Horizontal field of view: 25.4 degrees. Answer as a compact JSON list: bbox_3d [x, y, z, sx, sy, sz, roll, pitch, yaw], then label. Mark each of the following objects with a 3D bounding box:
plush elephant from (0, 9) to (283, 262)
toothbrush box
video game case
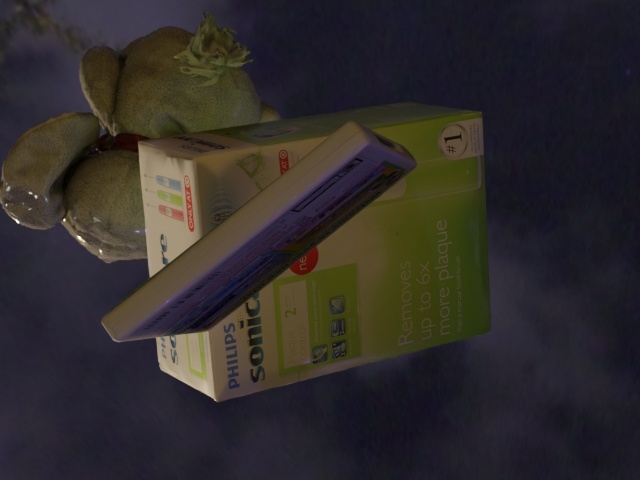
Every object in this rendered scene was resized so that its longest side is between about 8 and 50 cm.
[{"bbox_3d":[-0.171,-0.073,1.460,0.272,0.330,0.255,34,-102,1],"label":"plush elephant"},{"bbox_3d":[0.000,0.000,1.236,0.283,0.122,0.206,-10,-76,-28],"label":"toothbrush box"},{"bbox_3d":[-0.035,-0.003,0.993,0.212,0.193,0.023,-39,-99,10],"label":"video game case"}]
